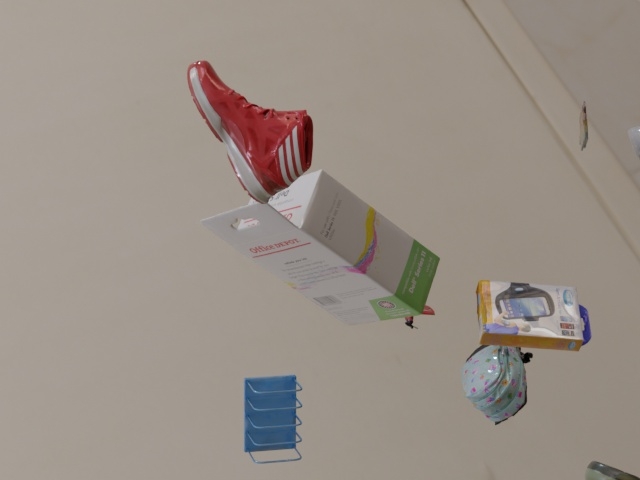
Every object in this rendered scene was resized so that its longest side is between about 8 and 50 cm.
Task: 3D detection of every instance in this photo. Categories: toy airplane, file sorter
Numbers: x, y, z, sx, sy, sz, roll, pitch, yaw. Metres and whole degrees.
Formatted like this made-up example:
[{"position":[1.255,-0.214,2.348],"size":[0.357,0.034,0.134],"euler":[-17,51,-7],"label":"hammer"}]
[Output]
[{"position":[0.150,0.104,2.225],"size":[0.151,0.151,0.028],"euler":[14,-43,-44],"label":"toy airplane"},{"position":[-0.101,0.393,2.581],"size":[0.118,0.104,0.170],"euler":[-2,-81,-15],"label":"file sorter"}]

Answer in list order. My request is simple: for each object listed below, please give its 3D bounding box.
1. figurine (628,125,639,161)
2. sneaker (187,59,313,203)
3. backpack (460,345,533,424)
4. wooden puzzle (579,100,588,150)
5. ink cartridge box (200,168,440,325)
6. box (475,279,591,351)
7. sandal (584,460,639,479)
[{"position":[0.593,-0.118,1.954],"size":[0.092,0.215,0.209],"euler":[-23,-4,-8],"label":"figurine"},{"position":[-0.084,-0.173,1.614],"size":[0.128,0.221,0.087],"euler":[-31,-3,13],"label":"sneaker"},{"position":[0.359,0.293,2.434],"size":[0.115,0.182,0.152],"euler":[35,-64,-17],"label":"backpack"},{"position":[0.362,-0.155,1.612],"size":[0.006,0.049,0.083],"euler":[-1,-15,7],"label":"wooden puzzle"},{"position":[0.000,0.000,1.954],"size":[0.353,0.119,0.207],"euler":[36,-28,-28],"label":"ink cartridge box"},{"position":[0.256,0.090,1.401],"size":[0.136,0.081,0.028],"euler":[3,-40,-1],"label":"box"},{"position":[0.478,0.410,1.640],"size":[0.303,0.086,0.120],"euler":[33,-16,-14],"label":"sandal"}]
